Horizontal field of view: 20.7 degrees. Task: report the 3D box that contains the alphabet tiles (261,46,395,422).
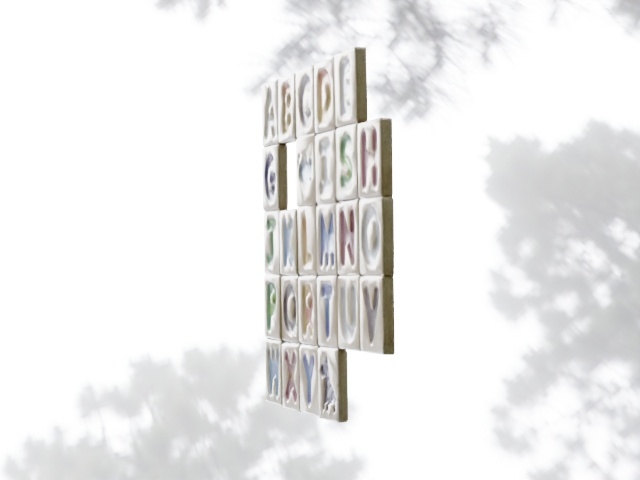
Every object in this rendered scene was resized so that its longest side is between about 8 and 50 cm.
[{"bbox_3d":[0.000,0.000,0.977,0.009,0.237,0.198,0,-91,-16],"label":"alphabet tiles"}]
